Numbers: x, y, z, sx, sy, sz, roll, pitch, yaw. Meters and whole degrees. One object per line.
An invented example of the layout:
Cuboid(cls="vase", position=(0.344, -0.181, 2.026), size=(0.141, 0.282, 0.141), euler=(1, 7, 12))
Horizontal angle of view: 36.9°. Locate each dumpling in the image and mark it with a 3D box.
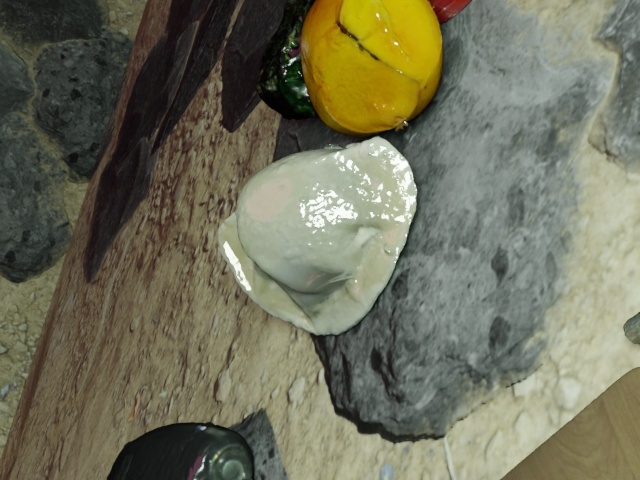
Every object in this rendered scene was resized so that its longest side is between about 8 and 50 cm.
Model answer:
Cuboid(cls="dumpling", position=(-0.005, 0.001, 1.150), size=(0.243, 0.175, 0.226), euler=(135, 120, -64))

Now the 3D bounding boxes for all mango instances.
Cuboid(cls="mango", position=(0.050, -0.222, 1.200), size=(0.138, 0.187, 0.257), euler=(-44, 7, -21))

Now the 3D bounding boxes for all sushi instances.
Cuboid(cls="sushi", position=(0.001, -0.281, 1.394), size=(0.127, 0.124, 0.225), euler=(3, 66, 64))

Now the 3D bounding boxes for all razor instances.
Cuboid(cls="razor", position=(-0.210, 0.341, 1.300), size=(0.327, 0.107, 0.189), euler=(-20, 48, 58))

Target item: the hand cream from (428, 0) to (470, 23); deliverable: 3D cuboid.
Cuboid(cls="hand cream", position=(0.127, -0.401, 1.217), size=(0.230, 0.149, 0.230), euler=(-40, 37, 40))

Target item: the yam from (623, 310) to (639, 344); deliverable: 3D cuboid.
Cuboid(cls="yam", position=(0.300, 0.005, 0.660), size=(0.234, 0.029, 0.027), euler=(-47, 20, 35))

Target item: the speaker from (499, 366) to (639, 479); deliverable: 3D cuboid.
Cuboid(cls="speaker", position=(0.208, 0.217, 0.514), size=(0.192, 0.153, 0.231), euler=(-51, 29, 29))
